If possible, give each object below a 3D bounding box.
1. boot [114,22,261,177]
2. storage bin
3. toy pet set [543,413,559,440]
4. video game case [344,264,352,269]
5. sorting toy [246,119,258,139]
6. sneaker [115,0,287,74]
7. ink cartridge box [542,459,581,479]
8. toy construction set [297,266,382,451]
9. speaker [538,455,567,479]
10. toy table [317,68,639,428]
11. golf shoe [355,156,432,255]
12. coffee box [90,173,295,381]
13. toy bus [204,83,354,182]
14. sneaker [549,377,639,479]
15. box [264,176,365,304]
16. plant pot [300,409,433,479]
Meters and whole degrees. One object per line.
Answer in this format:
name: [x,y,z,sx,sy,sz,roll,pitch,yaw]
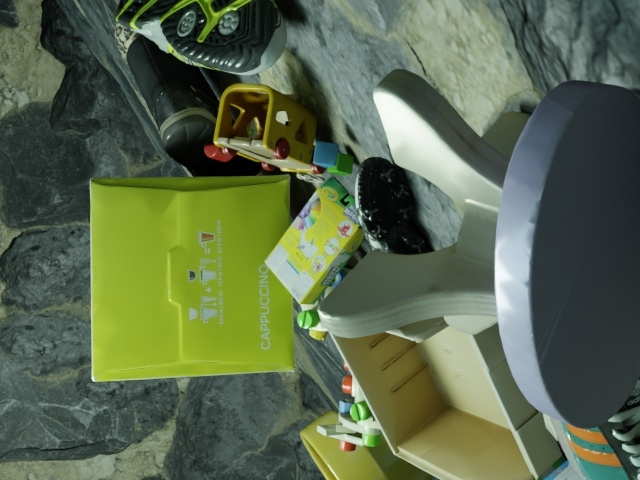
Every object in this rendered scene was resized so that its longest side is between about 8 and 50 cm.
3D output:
boot: [-0.250,-0.254,1.581,0.284,0.138,0.377,62,-173,16]
storage bin: [0.159,0.188,1.112,0.260,0.123,0.262,8,128,62]
toy pet set: [0.264,0.150,0.865,0.122,0.065,0.114,-106,1,-80]
video game case: [0.131,0.188,1.535,0.274,0.026,0.196,48,165,28]
sorting toy: [-0.105,-0.176,1.477,0.075,0.045,0.083,16,143,41]
sneaker: [-0.140,-0.301,1.139,0.147,0.145,0.385,26,-173,-40]
ink cartridge box: [0.308,0.259,0.900,0.052,0.088,0.122,54,167,8]
toy construction set: [0.055,0.204,1.346,0.215,0.151,0.327,2,105,29]
speaker: [0.207,0.390,1.130,0.131,0.296,0.131,52,167,17]
toy table: [0.136,0.003,0.603,0.161,0.252,0.274,21,134,41]
golf shoe: [0.075,-0.033,1.067,0.094,0.077,0.198,42,160,48]
coffee box: [-0.227,0.069,1.514,0.334,0.338,0.337,151,118,-81]
toy bus: [-0.055,-0.155,1.167,0.202,0.191,0.104,178,102,-75]
sneaker: [0.263,0.143,0.733,0.302,0.108,0.121,56,172,4]
box: [0.000,0.000,1.287,0.043,0.179,0.105,8,-146,-53]
plant pot: [0.127,0.411,1.622,0.254,0.239,0.254,52,168,16]
